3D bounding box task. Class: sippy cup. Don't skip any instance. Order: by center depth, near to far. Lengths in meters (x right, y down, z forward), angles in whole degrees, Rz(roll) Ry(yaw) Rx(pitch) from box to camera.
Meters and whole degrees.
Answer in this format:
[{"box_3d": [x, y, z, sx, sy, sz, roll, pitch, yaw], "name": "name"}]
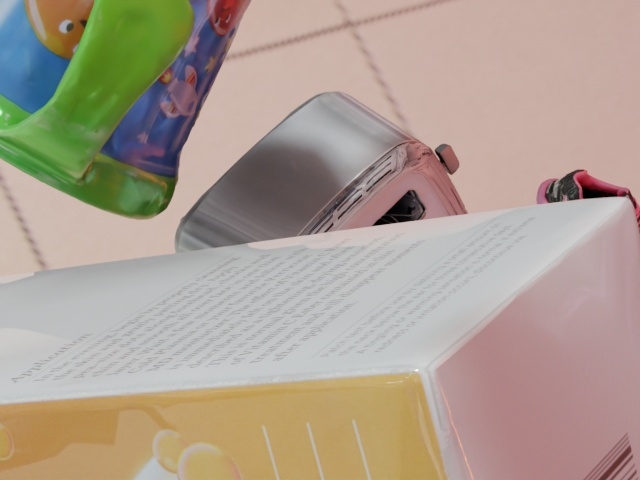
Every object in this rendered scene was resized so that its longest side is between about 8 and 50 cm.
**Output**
[{"box_3d": [-0.147, -0.168, 1.235, 0.305, 0.224, 0.240, 38, 9, 33], "name": "sippy cup"}]

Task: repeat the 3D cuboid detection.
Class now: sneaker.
[{"box_3d": [0.219, -0.016, 1.390, 0.119, 0.057, 0.047, 27, 57, -14], "name": "sneaker"}]

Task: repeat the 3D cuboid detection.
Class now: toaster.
[{"box_3d": [0.000, 0.000, 1.390, 0.227, 0.146, 0.129, -43, 126, -15], "name": "toaster"}]

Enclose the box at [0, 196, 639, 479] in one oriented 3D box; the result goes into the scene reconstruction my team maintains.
[{"box_3d": [-0.045, 0.125, 0.709, 0.168, 0.345, 0.215, -33, 111, -54], "name": "box"}]
